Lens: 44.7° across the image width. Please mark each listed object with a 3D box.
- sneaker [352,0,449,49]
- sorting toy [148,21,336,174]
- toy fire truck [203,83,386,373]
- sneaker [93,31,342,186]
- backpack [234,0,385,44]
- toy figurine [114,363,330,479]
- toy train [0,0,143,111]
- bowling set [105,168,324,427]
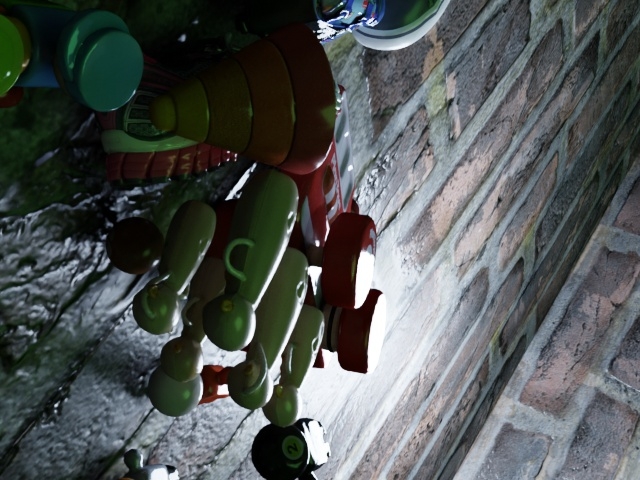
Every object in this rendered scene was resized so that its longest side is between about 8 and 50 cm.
[{"bbox_3d":[0.104,-0.366,0.858,0.127,0.126,0.321,65,43,-59],"label":"sneaker"},{"bbox_3d":[-0.087,-0.224,0.582,0.126,0.127,0.366,-11,96,-26],"label":"sorting toy"},{"bbox_3d":[0.000,0.000,0.926,0.302,0.169,0.254,79,25,-47],"label":"toy fire truck"},{"bbox_3d":[-0.079,-0.138,0.721,0.299,0.120,0.112,-33,117,-53],"label":"sneaker"},{"bbox_3d":[0.000,-0.260,0.736,0.173,0.116,0.158,-12,97,-64],"label":"backpack"},{"bbox_3d":[-0.114,0.248,0.835,0.210,0.213,0.148,-61,163,-1],"label":"toy figurine"},{"bbox_3d":[-0.232,-0.117,0.441,0.248,0.143,0.105,-14,121,-56],"label":"toy train"},{"bbox_3d":[-0.110,0.066,0.697,0.287,0.199,0.154,75,26,-53],"label":"bowling set"}]
